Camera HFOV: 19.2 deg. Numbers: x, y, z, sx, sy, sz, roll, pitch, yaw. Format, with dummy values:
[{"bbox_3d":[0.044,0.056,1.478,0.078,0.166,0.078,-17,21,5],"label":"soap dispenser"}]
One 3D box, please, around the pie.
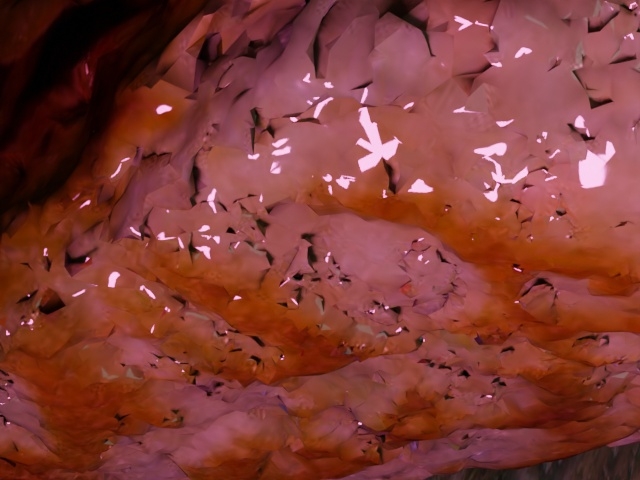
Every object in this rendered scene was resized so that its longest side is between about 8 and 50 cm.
[{"bbox_3d":[0.026,0.002,0.658,0.395,0.418,0.180,18,73,-66],"label":"pie"}]
